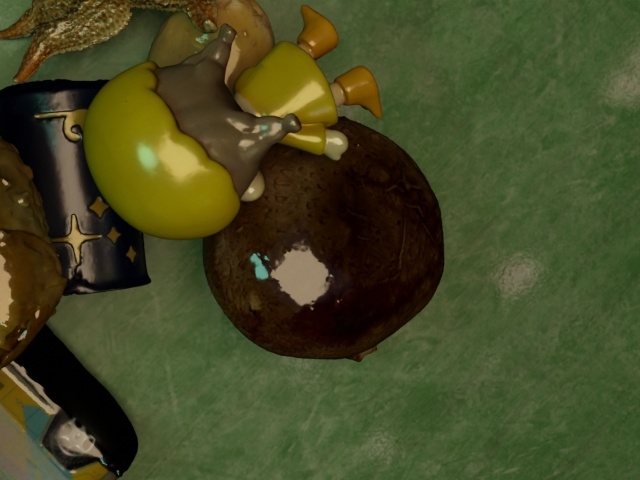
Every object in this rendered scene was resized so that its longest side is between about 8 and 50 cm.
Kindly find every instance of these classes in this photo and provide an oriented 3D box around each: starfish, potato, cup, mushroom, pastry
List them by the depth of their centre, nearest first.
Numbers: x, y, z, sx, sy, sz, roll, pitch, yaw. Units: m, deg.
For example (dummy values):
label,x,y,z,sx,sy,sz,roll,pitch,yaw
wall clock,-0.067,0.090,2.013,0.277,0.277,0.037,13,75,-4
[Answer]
label,x,y,z,sx,sy,sz,roll,pitch,yaw
pastry,-0.411,0.001,1.064,0.255,0.162,0.310,-15,93,-10
cup,-0.329,-0.060,1.217,0.179,0.255,0.256,-4,94,27
starfish,-0.285,-0.325,1.263,0.294,0.084,0.301,-16,59,5
potato,-0.142,-0.207,1.308,0.146,0.150,0.233,12,103,-52
mushroom,0.014,-0.009,1.312,0.239,0.345,0.345,-25,102,29

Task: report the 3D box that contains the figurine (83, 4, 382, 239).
label,x,y,z,sx,sy,sz,roll,pitch,yaw
figurine,-0.105,-0.141,1.170,0.344,0.187,0.215,-33,63,-21

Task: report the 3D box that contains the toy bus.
label,x,y,z,sx,sy,sz,roll,pitch,yaw
toy bus,-0.408,0.180,1.253,0.162,0.171,0.386,-40,101,5
